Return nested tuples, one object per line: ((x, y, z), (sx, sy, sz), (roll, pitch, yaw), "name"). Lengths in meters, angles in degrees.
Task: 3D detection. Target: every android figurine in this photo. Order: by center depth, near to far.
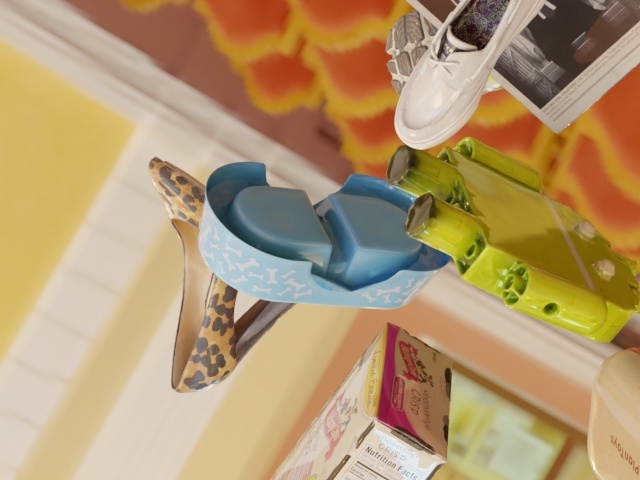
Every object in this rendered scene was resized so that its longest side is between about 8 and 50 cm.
((0.189, 0.002, 1.733), (0.273, 0.056, 0.248), (24, -154, -23), "android figurine")

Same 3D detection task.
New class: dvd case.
((0.184, -0.227, 1.694), (0.239, 0.179, 0.029), (40, -143, -10), "dvd case")

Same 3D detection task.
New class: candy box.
((0.016, 0.202, 1.578), (0.071, 0.233, 0.159), (31, -155, -10), "candy box")

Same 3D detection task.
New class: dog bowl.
((0.000, 0.000, 2.088), (0.297, 0.074, 0.166), (6, -141, -29), "dog bowl")

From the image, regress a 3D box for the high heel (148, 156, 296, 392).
((-0.163, 0.046, 2.249), (0.261, 0.186, 0.093), (51, 163, -20), "high heel")

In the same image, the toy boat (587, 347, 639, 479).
((0.349, 0.192, 1.740), (0.151, 0.151, 0.231), (-6, -155, -16), "toy boat")

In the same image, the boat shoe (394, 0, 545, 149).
((0.118, -0.156, 1.564), (0.066, 0.184, 0.063), (46, -169, 23), "boat shoe")

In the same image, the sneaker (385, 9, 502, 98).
((0.170, -0.185, 1.859), (0.110, 0.107, 0.275), (-11, -177, -40), "sneaker")
